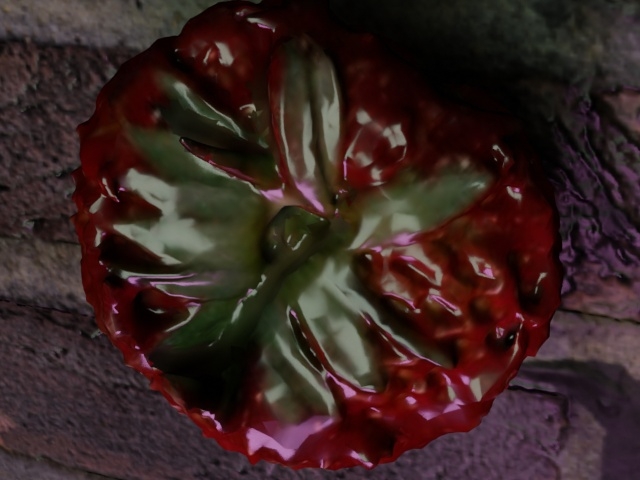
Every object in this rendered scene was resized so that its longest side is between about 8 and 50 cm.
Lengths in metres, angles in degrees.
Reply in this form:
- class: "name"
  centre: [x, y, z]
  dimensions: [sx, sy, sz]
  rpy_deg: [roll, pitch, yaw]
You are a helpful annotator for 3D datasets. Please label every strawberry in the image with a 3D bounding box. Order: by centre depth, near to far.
- class: "strawberry"
  centre: [-0.003, 0.003, 0.703]
  dimensions: [0.261, 0.257, 0.261]
  rpy_deg: [0, 95, 6]
